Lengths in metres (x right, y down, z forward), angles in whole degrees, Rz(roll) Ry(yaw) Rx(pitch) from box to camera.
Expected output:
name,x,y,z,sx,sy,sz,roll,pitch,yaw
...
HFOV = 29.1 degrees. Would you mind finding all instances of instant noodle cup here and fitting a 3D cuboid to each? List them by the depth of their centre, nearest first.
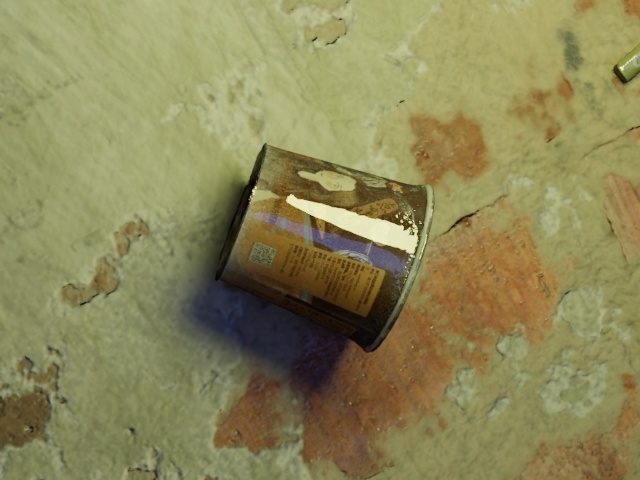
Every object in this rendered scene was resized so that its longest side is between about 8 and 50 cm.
name,x,y,z,sx,sy,sz,roll,pitch,yaw
instant noodle cup,0.000,0.000,1.445,0.207,0.217,0.217,20,86,-8

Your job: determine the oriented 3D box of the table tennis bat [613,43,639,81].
name,x,y,z,sx,sy,sz,roll,pitch,yaw
table tennis bat,0.490,-0.301,1.647,0.246,0.022,0.138,-41,105,-4
